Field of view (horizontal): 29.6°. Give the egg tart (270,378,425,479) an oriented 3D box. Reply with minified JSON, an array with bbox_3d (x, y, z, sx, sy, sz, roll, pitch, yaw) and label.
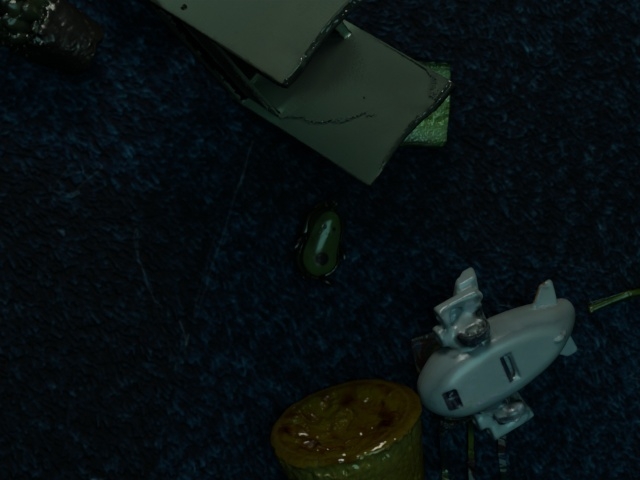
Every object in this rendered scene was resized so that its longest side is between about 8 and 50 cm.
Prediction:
[{"bbox_3d":[0.049,0.282,1.545,0.203,0.202,0.147,-23,113,-11],"label":"egg tart"}]

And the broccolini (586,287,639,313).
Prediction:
[{"bbox_3d":[0.476,0.068,1.702,0.218,0.042,0.044,-19,100,-5],"label":"broccolini"}]

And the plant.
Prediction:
[{"bbox_3d":[-0.335,-0.258,1.453,0.143,0.094,0.092,29,74,-25],"label":"plant"}]

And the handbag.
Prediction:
[{"bbox_3d":[0.000,0.000,1.571,0.072,0.047,0.111,11,94,-15],"label":"handbag"}]

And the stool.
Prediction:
[{"bbox_3d":[-0.025,-0.232,1.394,0.170,0.270,0.243,-50,145,-4],"label":"stool"}]

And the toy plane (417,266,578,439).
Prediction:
[{"bbox_3d":[0.232,0.147,1.600,0.245,0.117,0.244,-7,110,-19],"label":"toy plane"}]

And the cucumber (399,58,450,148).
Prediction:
[{"bbox_3d":[0.112,-0.180,1.577,0.115,0.062,0.116,0,102,-12],"label":"cucumber"}]

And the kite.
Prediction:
[{"bbox_3d":[0.208,0.255,1.656,0.152,0.015,0.285,-6,96,-12],"label":"kite"}]
